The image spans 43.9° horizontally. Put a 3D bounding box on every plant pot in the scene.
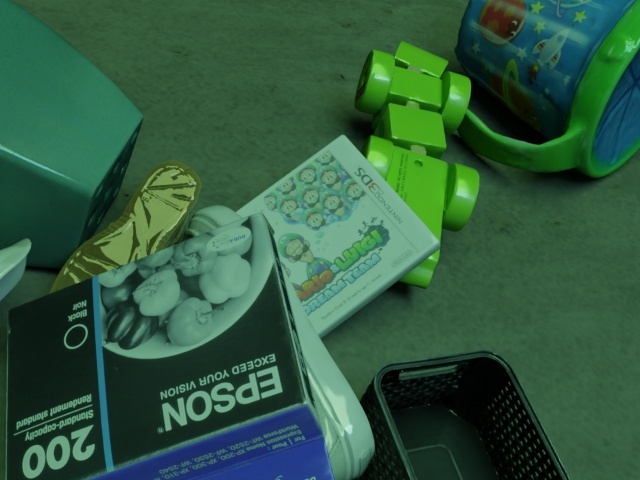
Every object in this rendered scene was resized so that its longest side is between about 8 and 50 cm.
[{"bbox_3d":[-0.277,-0.088,0.634,0.234,0.165,0.166,26,45,-7],"label":"plant pot"}]

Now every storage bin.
[{"bbox_3d":[0.105,0.182,0.580,0.122,0.084,0.180,-4,52,-24],"label":"storage bin"}]

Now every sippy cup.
[{"bbox_3d":[0.293,-0.227,0.938,0.305,0.240,0.224,-18,47,-43],"label":"sippy cup"}]

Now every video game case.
[{"bbox_3d":[0.000,0.000,0.698,0.157,0.019,0.143,-37,65,-5],"label":"video game case"}]

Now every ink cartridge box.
[{"bbox_3d":[-0.107,0.105,0.522,0.206,0.045,0.208,-21,57,6],"label":"ink cartridge box"}]

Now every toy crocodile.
[{"bbox_3d":[0.089,-0.092,0.821,0.115,0.105,0.341,13,51,-9],"label":"toy crocodile"}]

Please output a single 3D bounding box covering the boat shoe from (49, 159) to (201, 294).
[{"bbox_3d":[-0.157,0.012,0.655,0.063,0.059,0.170,36,68,4],"label":"boat shoe"}]

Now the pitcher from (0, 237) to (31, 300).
[{"bbox_3d":[-0.327,0.043,0.533,0.207,0.125,0.178,21,60,-16],"label":"pitcher"}]

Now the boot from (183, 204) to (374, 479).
[{"bbox_3d":[-0.075,0.083,0.597,0.123,0.095,0.258,-19,55,-26],"label":"boot"}]
